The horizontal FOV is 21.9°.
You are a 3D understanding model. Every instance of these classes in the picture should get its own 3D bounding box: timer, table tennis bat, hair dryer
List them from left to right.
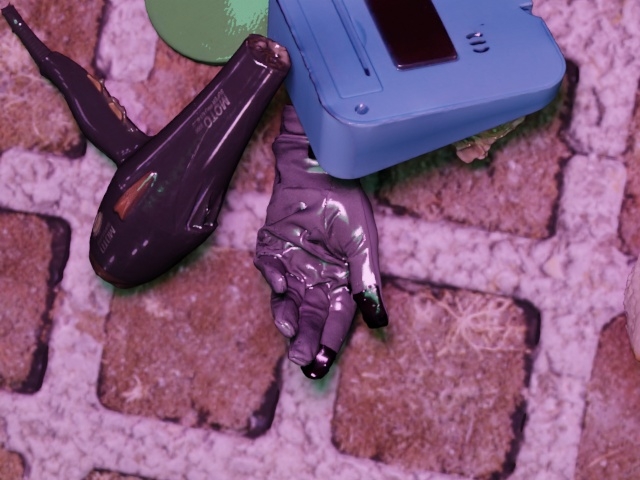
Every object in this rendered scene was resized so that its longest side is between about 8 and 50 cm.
[{"bbox_3d":[-0.208,-0.155,1.673,0.359,0.120,0.303,46,120,22],"label":"hair dryer"},{"bbox_3d":[-0.063,-0.283,1.713,0.257,0.039,0.160,-26,84,10],"label":"table tennis bat"},{"bbox_3d":[0.090,-0.190,1.621,0.250,0.091,0.232,-14,56,-11],"label":"timer"}]

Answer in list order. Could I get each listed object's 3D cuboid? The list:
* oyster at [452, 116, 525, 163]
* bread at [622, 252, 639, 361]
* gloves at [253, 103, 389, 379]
[{"bbox_3d":[0.137,-0.151,1.661,0.191,0.081,0.163,-8,58,5],"label":"oyster"},{"bbox_3d":[0.426,0.010,1.524,0.279,0.250,0.225,-5,92,2],"label":"bread"},{"bbox_3d":[0.002,-0.003,1.645,0.142,0.119,0.285,2,72,11],"label":"gloves"}]
